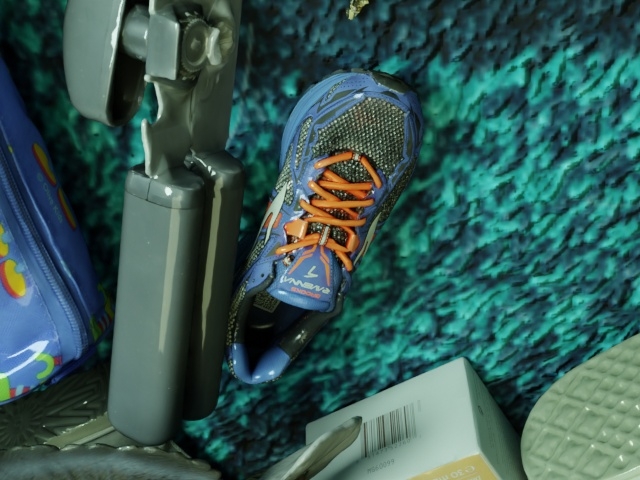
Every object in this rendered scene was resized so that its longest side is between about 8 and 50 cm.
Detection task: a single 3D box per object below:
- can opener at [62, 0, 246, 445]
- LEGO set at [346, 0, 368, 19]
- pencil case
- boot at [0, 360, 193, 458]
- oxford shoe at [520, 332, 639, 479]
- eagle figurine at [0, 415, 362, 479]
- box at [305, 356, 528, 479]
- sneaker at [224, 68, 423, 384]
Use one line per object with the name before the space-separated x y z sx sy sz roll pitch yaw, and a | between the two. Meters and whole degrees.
can opener | -0.094 -0.028 0.627 0.095 0.076 0.283 20 114 25
LEGO set | -0.007 -0.144 0.592 0.083 0.023 0.054 12 125 -9
pencil case | -0.202 -0.047 0.597 0.133 0.119 0.306 21 138 37
boot | -0.155 0.192 0.813 0.189 0.076 0.208 -18 131 14
oxford shoe | 0.337 0.081 0.675 0.449 0.169 0.130 -29 118 27
eagle figurine | -0.118 0.197 0.635 0.298 0.225 0.226 17 112 -1
box | 0.086 0.187 0.791 0.130 0.091 0.170 -27 121 17
sneaker | 0.000 0.000 0.657 0.083 0.087 0.221 17 124 -13
